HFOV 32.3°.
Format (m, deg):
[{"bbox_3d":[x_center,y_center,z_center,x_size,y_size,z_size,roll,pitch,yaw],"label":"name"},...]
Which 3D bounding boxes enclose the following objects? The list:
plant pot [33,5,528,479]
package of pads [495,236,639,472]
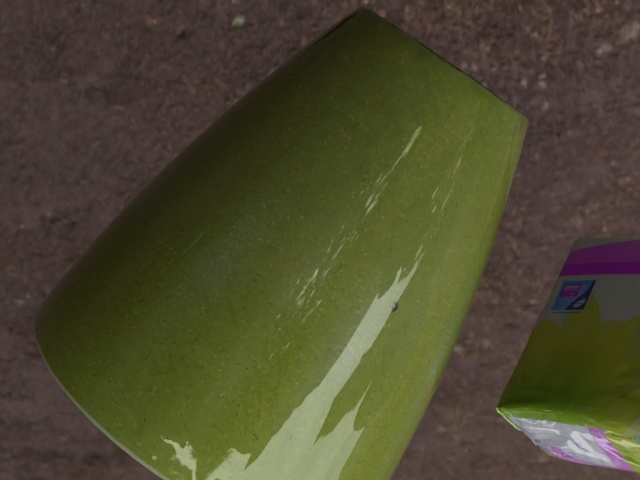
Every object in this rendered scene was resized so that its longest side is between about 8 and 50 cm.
[{"bbox_3d":[0.000,0.000,0.754,0.275,0.275,0.293,28,103,-30],"label":"plant pot"},{"bbox_3d":[0.328,0.108,1.035,0.101,0.229,0.296,44,153,-29],"label":"package of pads"}]
